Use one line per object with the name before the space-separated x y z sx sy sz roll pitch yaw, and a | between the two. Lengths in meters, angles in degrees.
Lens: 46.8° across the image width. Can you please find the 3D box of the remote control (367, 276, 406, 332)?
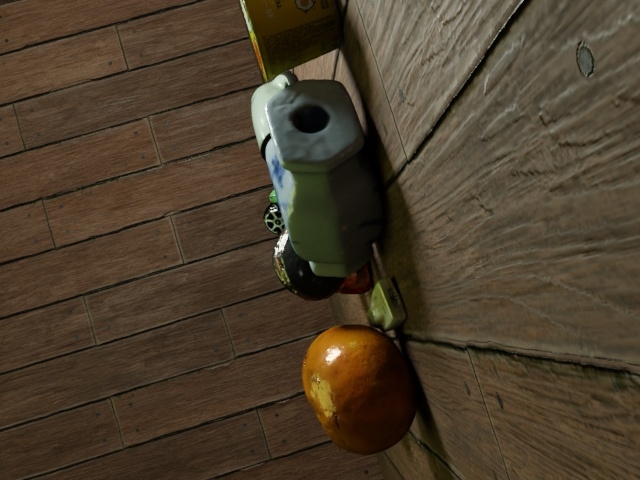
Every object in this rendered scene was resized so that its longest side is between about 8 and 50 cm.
remote control | 0.131 0.140 1.528 0.230 0.049 0.090 94 156 -75

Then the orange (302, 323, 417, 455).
orange | 0.086 0.315 1.594 0.284 0.226 0.283 155 90 -85

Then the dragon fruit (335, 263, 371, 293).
dragon fruit | 0.048 0.064 1.839 0.189 0.163 0.261 46 -176 -17

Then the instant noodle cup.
instant noodle cup | -0.049 -0.372 1.237 0.182 0.144 0.182 163 90 -87

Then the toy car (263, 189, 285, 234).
toy car | -0.030 -0.066 2.009 0.213 0.177 0.358 -65 -43 -55

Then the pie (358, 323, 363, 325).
pie | 0.155 0.386 2.123 0.323 0.071 0.323 167 90 -85

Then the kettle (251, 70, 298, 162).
kettle | -0.109 -0.371 2.155 0.221 0.161 0.236 116 148 -41

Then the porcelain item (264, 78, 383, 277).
porcelain item | 0.006 -0.095 1.362 0.405 0.179 0.242 80 173 -59

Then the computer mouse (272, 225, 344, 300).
computer mouse | 0.003 -0.002 1.649 0.183 0.116 0.323 44 -140 -18
